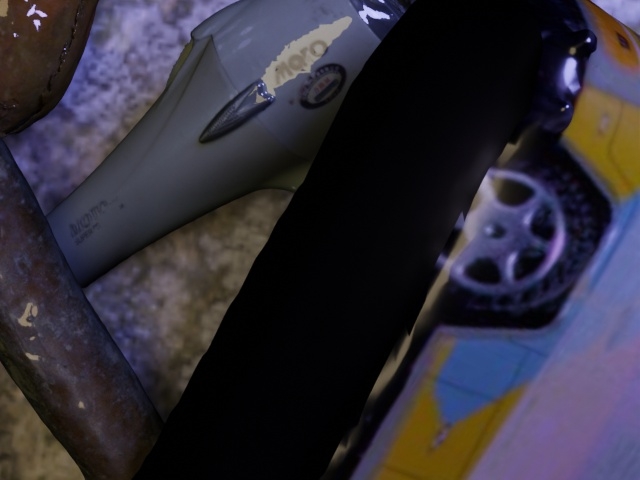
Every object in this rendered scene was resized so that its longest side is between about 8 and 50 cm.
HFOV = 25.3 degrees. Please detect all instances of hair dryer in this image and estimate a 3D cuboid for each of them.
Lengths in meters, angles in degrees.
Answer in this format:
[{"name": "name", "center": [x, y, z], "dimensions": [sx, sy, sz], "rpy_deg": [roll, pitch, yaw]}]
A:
[{"name": "hair dryer", "center": [-0.033, -0.005, 0.703], "dimensions": [0.219, 0.088, 0.224], "rpy_deg": [-15, 102, 18]}]

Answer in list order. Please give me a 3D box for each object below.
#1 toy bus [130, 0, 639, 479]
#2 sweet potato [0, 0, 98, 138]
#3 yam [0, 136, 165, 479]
[{"name": "toy bus", "center": [0.046, 0.084, 0.604], "dimensions": [0.162, 0.171, 0.386], "rpy_deg": [23, 103, -24]}, {"name": "sweet potato", "center": [-0.121, -0.177, 0.713], "dimensions": [0.075, 0.075, 0.273], "rpy_deg": [26, 94, 11]}, {"name": "yam", "center": [-0.136, 0.036, 0.685], "dimensions": [0.061, 0.061, 0.274], "rpy_deg": [-27, 102, 11]}]
